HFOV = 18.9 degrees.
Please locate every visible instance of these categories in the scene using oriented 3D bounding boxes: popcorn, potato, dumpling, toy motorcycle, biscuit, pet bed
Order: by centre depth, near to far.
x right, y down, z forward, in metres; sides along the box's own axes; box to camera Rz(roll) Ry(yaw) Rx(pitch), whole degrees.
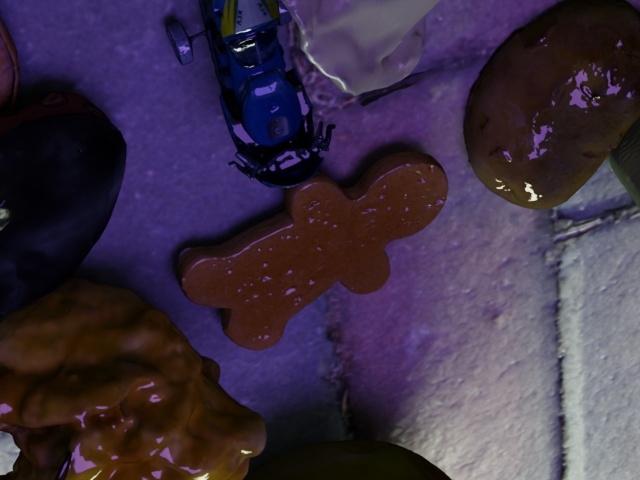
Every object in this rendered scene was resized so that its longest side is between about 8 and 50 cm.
[{"bbox_3d":[0.020,-0.214,1.331,0.147,0.193,0.258,1,127,25],"label":"dumpling"},{"bbox_3d":[-0.049,-0.124,1.419,0.092,0.135,0.254,-21,135,-8],"label":"toy motorcycle"},{"bbox_3d":[-0.232,-0.021,1.445,0.201,0.053,0.201,-33,147,-25],"label":"pet bed"},{"bbox_3d":[-0.178,0.132,1.553,0.254,0.191,0.190,3,113,-19],"label":"popcorn"},{"bbox_3d":[0.213,-0.104,1.614,0.164,0.081,0.200,9,127,-34],"label":"potato"},{"bbox_3d":[-0.001,-0.001,1.627,0.240,0.035,0.158,-31,138,2],"label":"biscuit"}]

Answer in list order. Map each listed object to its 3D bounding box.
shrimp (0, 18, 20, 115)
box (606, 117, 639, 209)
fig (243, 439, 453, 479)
[{"bbox_3d":[-0.335,-0.060,1.390,0.289,0.075,0.178,-46,138,-2],"label":"shrimp"},{"bbox_3d":[0.438,-0.074,1.564,0.177,0.344,0.352,11,123,-33],"label":"box"},{"bbox_3d":[0.007,0.354,1.762,0.343,0.343,0.343,-14,134,-15],"label":"fig"}]
